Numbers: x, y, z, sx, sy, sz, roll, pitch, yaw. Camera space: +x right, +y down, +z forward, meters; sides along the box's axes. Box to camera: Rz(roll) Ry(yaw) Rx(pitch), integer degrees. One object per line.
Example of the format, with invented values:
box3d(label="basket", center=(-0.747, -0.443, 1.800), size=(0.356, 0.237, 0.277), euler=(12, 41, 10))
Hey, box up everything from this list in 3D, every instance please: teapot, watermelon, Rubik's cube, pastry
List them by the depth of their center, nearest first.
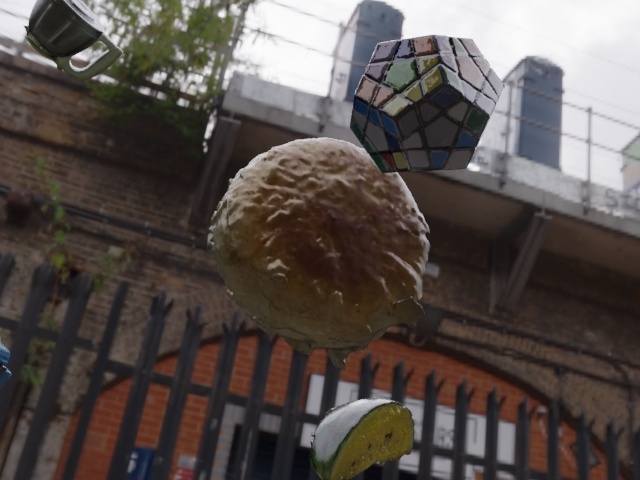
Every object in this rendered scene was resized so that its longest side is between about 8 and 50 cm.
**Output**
box3d(label="Rubik's cube", center=(0.074, -0.096, 0.613), size=(0.111, 0.093, 0.111), euler=(-4, -60, -6))
box3d(label="teapot", center=(-0.347, -0.280, 1.179), size=(0.091, 0.092, 0.124), euler=(-42, -88, 11))
box3d(label="pastry", center=(0.000, 0.000, 1.193), size=(0.329, 0.330, 0.136), euler=(17, -30, -14))
box3d(label="watermelon", center=(0.078, 0.344, 1.516), size=(0.123, 0.129, 0.301), euler=(-17, -10, 32))

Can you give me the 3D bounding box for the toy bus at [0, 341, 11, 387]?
box3d(label="toy bus", center=(-0.454, 0.129, 1.014), size=(0.134, 0.113, 0.246), euler=(40, -16, 2))
